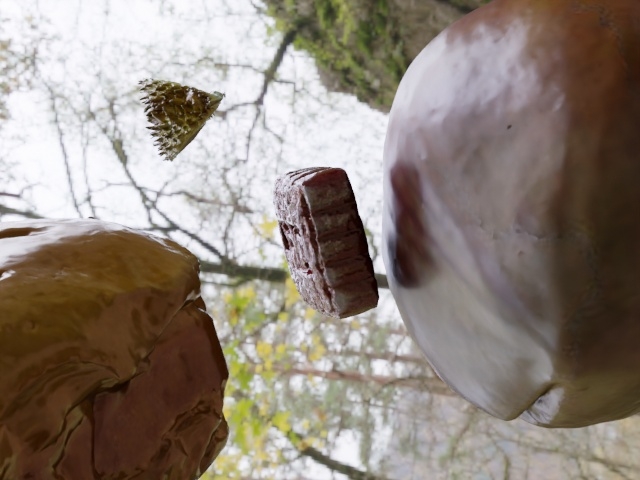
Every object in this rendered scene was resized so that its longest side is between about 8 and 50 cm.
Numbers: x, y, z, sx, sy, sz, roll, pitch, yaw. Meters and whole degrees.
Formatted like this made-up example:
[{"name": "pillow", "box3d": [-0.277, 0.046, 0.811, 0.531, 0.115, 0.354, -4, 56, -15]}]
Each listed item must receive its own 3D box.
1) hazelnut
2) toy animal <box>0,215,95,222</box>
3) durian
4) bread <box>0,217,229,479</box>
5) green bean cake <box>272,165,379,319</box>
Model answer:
[{"name": "hazelnut", "box3d": [0.216, -0.024, 0.788, 0.359, 0.359, 0.410, -59, -27, -56]}, {"name": "toy animal", "box3d": [-0.227, 0.020, 0.528, 0.099, 0.241, 0.057, -70, 26, 21]}, {"name": "durian", "box3d": [-0.213, -0.201, 1.410, 0.252, 0.139, 0.145, -104, 4, -87]}, {"name": "bread", "box3d": [-0.177, 0.096, 0.329, 0.344, 0.195, 0.149, -39, -68, -60]}, {"name": "green bean cake", "box3d": [0.000, 0.000, 0.818, 0.135, 0.056, 0.136, -160, 54, -76]}]
